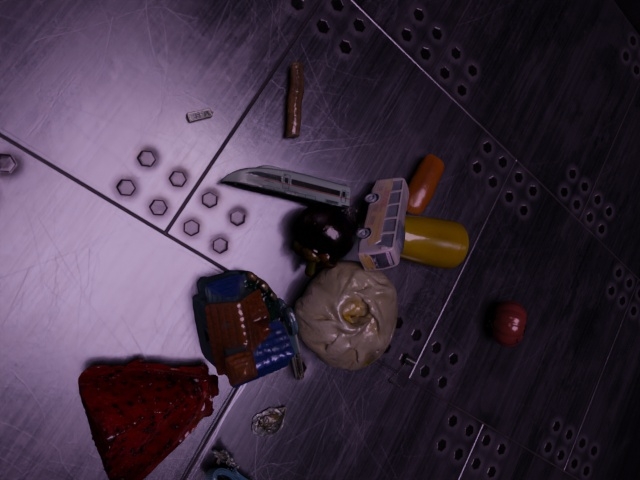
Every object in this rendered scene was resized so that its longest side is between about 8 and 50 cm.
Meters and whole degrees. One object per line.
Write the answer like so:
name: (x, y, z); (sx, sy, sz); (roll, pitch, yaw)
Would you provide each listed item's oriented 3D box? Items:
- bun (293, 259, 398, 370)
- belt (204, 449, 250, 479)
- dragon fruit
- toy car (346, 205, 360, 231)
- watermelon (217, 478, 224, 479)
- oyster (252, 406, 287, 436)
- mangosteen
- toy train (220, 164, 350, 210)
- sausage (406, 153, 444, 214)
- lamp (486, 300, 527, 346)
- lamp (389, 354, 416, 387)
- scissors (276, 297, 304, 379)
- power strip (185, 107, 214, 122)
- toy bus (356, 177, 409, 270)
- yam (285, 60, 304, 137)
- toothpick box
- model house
bun: (0.109, 0.239, 1.381); (0.365, 0.219, 0.365); (-2, 95, -23)
belt: (-0.263, 0.710, 1.303); (0.179, 0.065, 0.100); (48, 39, -32)
dragon fruit: (-0.469, 0.460, 1.200); (0.329, 0.228, 0.286); (-25, 134, -41)
toy car: (0.110, -0.074, 1.480); (0.041, 0.025, 0.093); (-15, 100, -25)
watermelon: (-0.332, 0.801, 1.290); (0.069, 0.087, 0.163); (3, 87, 13)
oyster: (-0.163, 0.569, 1.371); (0.100, 0.037, 0.098); (11, 67, -4)
mangosteen: (0.000, 0.000, 1.347); (0.194, 0.194, 0.230); (34, 83, -21)
toy train: (-0.101, -0.174, 1.349); (0.407, 0.086, 0.088); (11, 82, -24)
sausage: (0.367, -0.197, 1.559); (0.098, 0.098, 0.238); (33, 76, -21)
lamp: (0.730, 0.323, 1.701); (0.182, 0.140, 0.182); (13, 90, -68)
lamp: (0.298, 0.470, 1.572); (0.054, 0.041, 0.121); (32, 75, -13)
scissors: (-0.088, 0.321, 1.362); (0.041, 0.138, 0.289); (-20, 114, -22)
power strip: (-0.353, -0.368, 1.272); (0.083, 0.017, 0.027); (-21, 101, -21)
toy bus: (0.206, -0.058, 1.399); (0.097, 0.138, 0.342); (63, 32, -42)
yam: (-0.082, -0.443, 1.375); (0.057, 0.057, 0.241); (4, 91, -24)
toothpick box: (0.359, -0.001, 1.515); (0.271, 0.175, 0.174); (9, 87, -21)
model house: (-0.197, 0.243, 1.186); (0.252, 0.329, 0.294); (-11, 97, -20)
